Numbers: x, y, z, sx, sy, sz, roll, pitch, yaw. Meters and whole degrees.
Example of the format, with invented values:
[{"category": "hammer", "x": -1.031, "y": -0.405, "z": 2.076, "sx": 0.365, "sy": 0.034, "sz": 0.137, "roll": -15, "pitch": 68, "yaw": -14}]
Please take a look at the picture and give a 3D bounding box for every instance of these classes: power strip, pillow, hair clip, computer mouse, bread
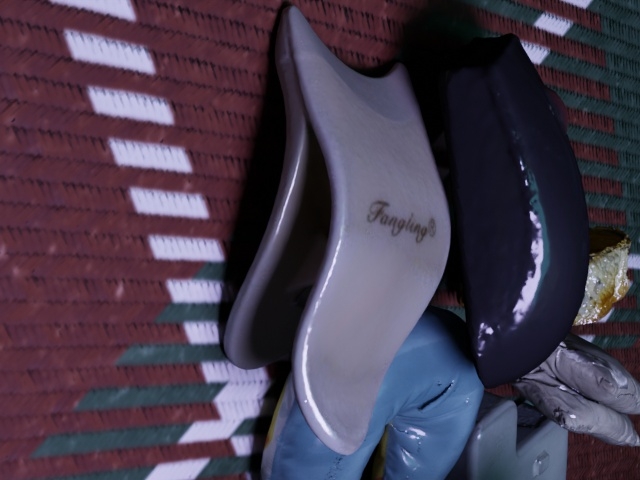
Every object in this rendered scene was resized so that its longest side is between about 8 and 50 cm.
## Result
[{"category": "power strip", "x": 0.142, "y": 0.230, "z": 1.473, "sx": 0.265, "sy": 0.059, "sz": 0.194, "roll": -33, "pitch": 131, "yaw": -43}, {"category": "pillow", "x": 0.236, "y": 0.128, "z": 1.493, "sx": 0.078, "sy": 0.134, "sz": 0.181, "roll": -57, "pitch": 148, "yaw": 5}, {"category": "hair clip", "x": 0.017, "y": -0.001, "z": 1.128, "sx": 0.172, "sy": 0.113, "sz": 0.282, "roll": 20, "pitch": 89, "yaw": -57}, {"category": "computer mouse", "x": 0.153, "y": -0.023, "z": 1.232, "sx": 0.170, "sy": 0.100, "sz": 0.269, "roll": -51, "pitch": 135, "yaw": -79}, {"category": "pillow", "x": 0.042, "y": 0.150, "z": 1.268, "sx": 0.233, "sy": 0.086, "sz": 0.214, "roll": -13, "pitch": 120, "yaw": -50}, {"category": "bread", "x": 0.195, "y": 0.024, "z": 1.386, "sx": 0.140, "sy": 0.127, "sz": 0.069, "roll": -20, "pitch": 117, "yaw": -53}]
